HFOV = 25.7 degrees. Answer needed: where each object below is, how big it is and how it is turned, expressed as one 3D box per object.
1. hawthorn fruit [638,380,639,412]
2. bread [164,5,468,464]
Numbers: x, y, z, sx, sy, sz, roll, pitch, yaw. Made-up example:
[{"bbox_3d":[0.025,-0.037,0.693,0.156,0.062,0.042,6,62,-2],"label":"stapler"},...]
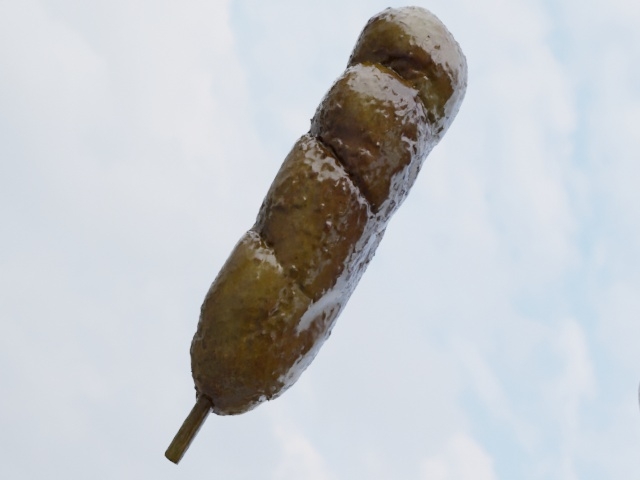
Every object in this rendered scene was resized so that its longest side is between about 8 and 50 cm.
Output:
[{"bbox_3d":[0.336,0.143,1.170,0.138,0.133,0.133,-141,-148,-64],"label":"hawthorn fruit"},{"bbox_3d":[-0.002,-0.001,0.923,0.084,0.344,0.124,26,-14,15],"label":"bread"}]
